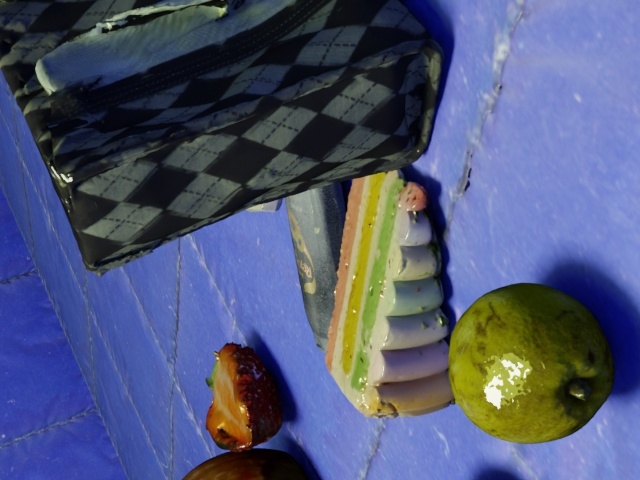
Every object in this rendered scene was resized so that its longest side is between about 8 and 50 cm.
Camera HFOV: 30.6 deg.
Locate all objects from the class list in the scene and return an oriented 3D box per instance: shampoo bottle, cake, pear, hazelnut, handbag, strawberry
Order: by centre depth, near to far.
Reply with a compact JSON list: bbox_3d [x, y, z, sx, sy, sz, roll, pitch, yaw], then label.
[{"bbox_3d":[0.138,0.082,0.778,0.131,0.107,0.107,-147,41,-71],"label":"pear"},{"bbox_3d":[-0.140,-0.190,0.944,0.416,0.317,0.180,58,163,32],"label":"handbag"},{"bbox_3d":[0.050,0.045,0.997,0.109,0.090,0.225,-139,36,-60],"label":"cake"},{"bbox_3d":[0.000,0.000,1.133,0.087,0.049,0.234,-140,36,-58],"label":"shampoo bottle"},{"bbox_3d":[-0.089,0.378,1.480,0.218,0.218,0.234,103,144,-56],"label":"hazelnut"},{"bbox_3d":[-0.095,0.204,1.505,0.192,0.085,0.140,152,122,-65],"label":"strawberry"}]

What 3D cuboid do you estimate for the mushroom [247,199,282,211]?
[{"bbox_3d":[-0.093,-0.092,1.273,0.209,0.071,0.084,46,116,43],"label":"mushroom"}]
